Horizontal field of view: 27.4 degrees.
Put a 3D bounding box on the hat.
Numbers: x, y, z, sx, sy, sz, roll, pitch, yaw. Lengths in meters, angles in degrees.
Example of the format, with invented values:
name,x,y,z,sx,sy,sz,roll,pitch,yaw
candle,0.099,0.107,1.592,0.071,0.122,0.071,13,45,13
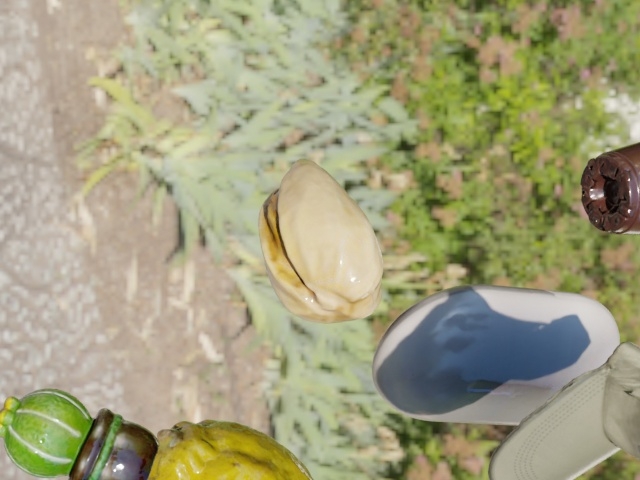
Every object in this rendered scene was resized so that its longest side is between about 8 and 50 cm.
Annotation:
name,x,y,z,sx,sy,sz,roll,pitch,yaw
hat,0.291,0.190,1.163,0.214,0.149,0.244,13,119,-48

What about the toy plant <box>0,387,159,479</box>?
name,x,y,z,sx,sy,sz,roll,pitch,yaw
toy plant,-0.251,0.206,1.330,0.092,0.162,0.093,-62,-171,17

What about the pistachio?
name,x,y,z,sx,sy,sz,roll,pitch,yaw
pistachio,0.000,0.000,1.662,0.157,0.157,0.229,58,8,-57

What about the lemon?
name,x,y,z,sx,sy,sz,roll,pitch,yaw
lemon,-0.117,0.378,1.706,0.285,0.286,0.316,-17,104,-70

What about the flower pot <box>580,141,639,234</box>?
name,x,y,z,sx,sy,sz,roll,pitch,yaw
flower pot,0.293,-0.045,1.200,0.089,0.111,0.111,-10,104,-29

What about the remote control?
name,x,y,z,sx,sy,sz,roll,pitch,yaw
remote control,0.222,0.146,1.640,0.103,0.332,0.221,-113,-143,-46
